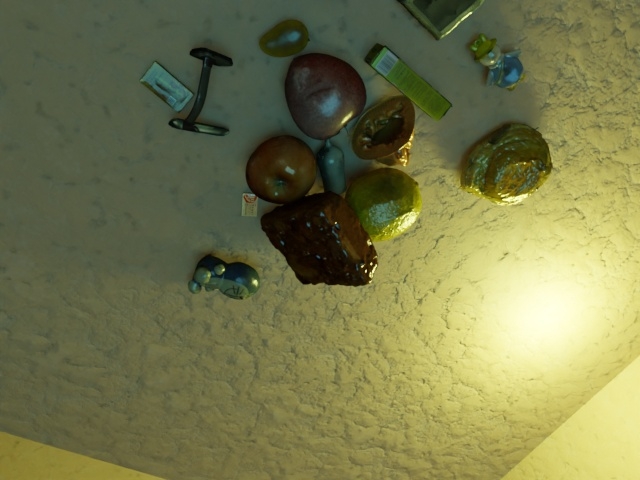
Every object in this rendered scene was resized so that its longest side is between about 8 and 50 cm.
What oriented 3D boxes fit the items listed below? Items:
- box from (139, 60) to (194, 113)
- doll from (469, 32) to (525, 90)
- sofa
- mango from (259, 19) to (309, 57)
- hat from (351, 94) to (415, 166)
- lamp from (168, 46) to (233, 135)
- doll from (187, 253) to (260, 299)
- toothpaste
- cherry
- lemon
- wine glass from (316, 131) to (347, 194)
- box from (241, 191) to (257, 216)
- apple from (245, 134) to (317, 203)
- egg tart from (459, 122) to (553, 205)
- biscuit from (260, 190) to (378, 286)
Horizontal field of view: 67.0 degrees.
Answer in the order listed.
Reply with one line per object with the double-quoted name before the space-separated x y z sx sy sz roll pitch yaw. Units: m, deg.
"box" -0.501 -0.500 1.581 0.156 0.022 0.089 37 108 -24
"doll" 0.611 -0.609 1.659 0.241 0.099 0.135 33 147 -22
"sofa" 0.392 -0.798 1.535 0.210 0.176 0.225 32 137 -23
"mango" -0.116 -0.639 1.539 0.160 0.076 0.103 -17 124 4
"hat" 0.275 -0.355 1.725 0.233 0.233 0.245 23 89 -52
"lamp" -0.349 -0.464 1.567 0.203 0.124 0.284 5 116 -41
"doll" -0.366 0.154 1.881 0.258 0.154 0.228 23 145 -12
"toothpaste" 0.296 -0.536 1.639 0.327 0.110 0.077 32 107 -23
"cherry" 0.012 -0.474 1.572 0.261 0.221 0.308 -38 98 2
"lemon" 0.229 -0.131 1.756 0.321 0.268 0.268 -24 119 -5
"wine glass" 0.037 -0.281 1.740 0.103 0.103 0.231 -12 123 -2
"box" -0.266 -0.135 1.816 0.058 0.015 0.093 4 118 -9
"apple" -0.134 -0.237 1.664 0.253 0.254 0.254 -4 118 -7
"egg tart" 0.728 -0.274 1.828 0.351 0.153 0.340 25 108 -21
"biscuit" 0.000 0.000 1.732 0.166 0.394 0.343 -50 118 -29
